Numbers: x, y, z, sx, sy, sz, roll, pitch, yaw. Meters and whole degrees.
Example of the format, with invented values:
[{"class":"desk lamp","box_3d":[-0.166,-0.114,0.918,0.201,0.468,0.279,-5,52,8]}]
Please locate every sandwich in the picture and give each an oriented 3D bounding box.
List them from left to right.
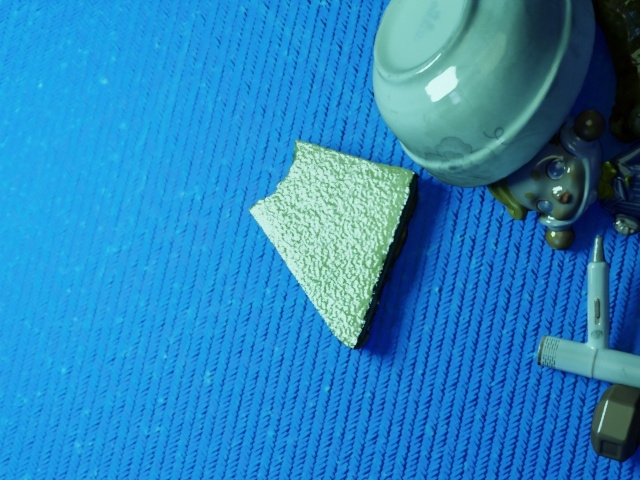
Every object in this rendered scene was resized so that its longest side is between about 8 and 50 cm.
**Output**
[{"class":"sandwich","box_3d":[0.000,0.000,1.996,0.212,0.063,0.245,18,83,22]}]

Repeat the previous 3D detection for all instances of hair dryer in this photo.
[{"class":"hair dryer","box_3d":[0.359,0.083,1.863,0.155,0.044,0.183,13,97,15]}]

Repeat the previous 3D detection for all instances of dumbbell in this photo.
[{"class":"dumbbell","box_3d":[0.438,0.241,1.806,0.231,0.092,0.082,16,54,17]}]

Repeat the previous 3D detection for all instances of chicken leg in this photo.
[{"class":"chicken leg","box_3d":[0.416,-0.321,1.919,0.211,0.140,0.361,-19,97,-6]}]

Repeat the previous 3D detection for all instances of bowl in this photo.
[{"class":"bowl","box_3d":[0.177,-0.233,1.863,0.307,0.163,0.307,-33,42,36]}]

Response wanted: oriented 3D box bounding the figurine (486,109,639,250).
[{"class":"figurine","box_3d":[0.347,-0.087,1.877,0.274,0.194,0.133,-5,34,19]}]
